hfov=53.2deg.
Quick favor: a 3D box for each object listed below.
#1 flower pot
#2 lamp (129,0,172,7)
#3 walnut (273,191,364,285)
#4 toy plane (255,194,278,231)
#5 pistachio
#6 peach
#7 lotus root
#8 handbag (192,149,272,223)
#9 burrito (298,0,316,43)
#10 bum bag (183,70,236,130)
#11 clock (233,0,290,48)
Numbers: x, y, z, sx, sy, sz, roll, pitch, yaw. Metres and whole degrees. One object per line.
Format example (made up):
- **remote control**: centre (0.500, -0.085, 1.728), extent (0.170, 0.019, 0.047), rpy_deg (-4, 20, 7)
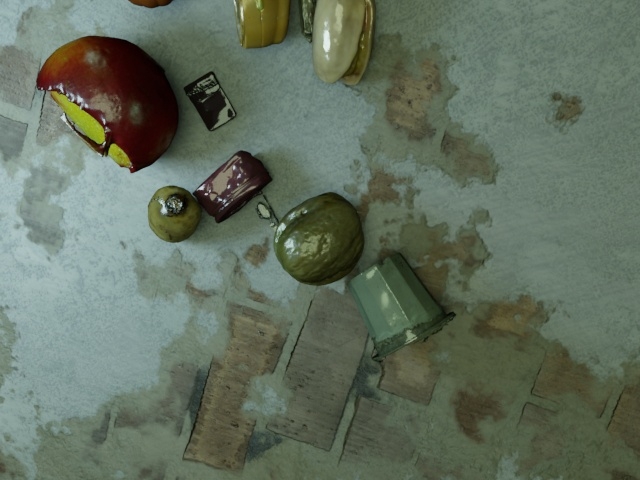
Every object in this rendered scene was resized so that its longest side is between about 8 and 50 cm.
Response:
- **flower pot**: centre (0.219, 0.189, 1.883), extent (0.290, 0.290, 0.259), rpy_deg (-33, 81, 12)
- **lamp**: centre (-0.487, -0.771, 1.828), extent (0.223, 0.196, 0.223), rpy_deg (1, 65, -1)
- **walnut**: centre (0.000, 0.000, 1.878), extent (0.282, 0.227, 0.283), rpy_deg (-1, 104, -6)
- **toy plane**: centre (-0.165, -0.079, 1.987), extent (0.049, 0.031, 0.121), rpy_deg (-28, 92, 3)
- **pistachio**: centre (0.059, -0.593, 1.796), extent (0.187, 0.187, 0.299), rpy_deg (10, 108, 6)
- **peach**: centre (-0.588, -0.413, 1.837), extent (0.406, 0.335, 0.310), rpy_deg (44, 82, 3)
- **lotus root**: centre (-0.440, -0.081, 1.920), extent (0.160, 0.284, 0.146), rpy_deg (30, 72, -8)
- **handbag**: centre (-0.261, -0.159, 1.928), extent (0.225, 0.146, 0.135), rpy_deg (-39, 89, 10)
- **burrito**: centre (-0.034, -0.670, 1.856), extent (0.058, 0.045, 0.188), rpy_deg (-7, 98, -7)
- **bum bag**: centre (-0.337, -0.424, 1.953), extent (0.109, 0.026, 0.159), rpy_deg (-30, 95, 11)
- **clock**: centre (-0.168, -0.700, 1.777), extent (0.200, 0.244, 0.317), rpy_deg (-3, 103, -7)
